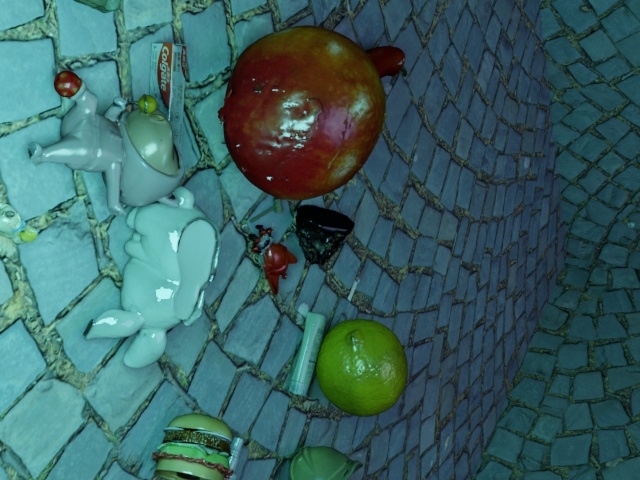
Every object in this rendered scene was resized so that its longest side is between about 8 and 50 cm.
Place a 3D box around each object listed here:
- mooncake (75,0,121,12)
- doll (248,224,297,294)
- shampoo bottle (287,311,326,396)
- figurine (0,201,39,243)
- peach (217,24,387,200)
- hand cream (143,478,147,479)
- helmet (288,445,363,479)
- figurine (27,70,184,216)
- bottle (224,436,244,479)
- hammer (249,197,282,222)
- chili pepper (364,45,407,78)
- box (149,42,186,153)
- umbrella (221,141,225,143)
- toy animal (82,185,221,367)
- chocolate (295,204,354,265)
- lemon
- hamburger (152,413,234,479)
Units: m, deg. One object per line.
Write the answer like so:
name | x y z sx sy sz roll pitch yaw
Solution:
mooncake | -0.370 -0.444 1.375 0.125 0.073 0.129 12 90 -62
doll | -0.111 0.035 1.967 0.109 0.057 0.169 -58 144 -28
shampoo bottle | -0.034 0.291 2.184 0.072 0.049 0.212 38 65 -64
figurine | -0.479 -0.022 1.348 0.047 0.051 0.083 -61 145 -19
peach | -0.044 -0.257 1.719 0.370 0.370 0.370 -25 120 -54
hand cream | -0.374 0.531 1.729 0.093 0.019 0.030 -65 145 -36
helmet | -0.008 0.607 2.244 0.204 0.137 0.257 -43 168 9
figurine | -0.337 -0.157 1.433 0.287 0.186 0.176 29 36 -42
bottle | -0.227 0.552 1.936 0.060 0.060 0.217 48 57 -53
hammer | -0.124 -0.064 1.956 0.110 0.019 0.035 -37 129 -46
chili pepper | 0.126 -0.429 2.213 0.368 0.092 0.137 -36 148 -41
box | -0.287 -0.257 1.590 0.039 0.055 0.218 -12 110 -59
umbrella | -0.173 -0.208 1.833 0.149 0.022 0.022 -9 102 -68
toy animal | -0.299 0.069 1.578 0.208 0.154 0.325 47 63 -46
chocolate | 0.000 0.000 2.073 0.156 0.156 0.133 -18 127 -56
lemon | 0.109 0.335 2.243 0.267 0.267 0.267 -25 120 -54
hamburger | -0.257 0.427 1.757 0.175 0.175 0.136 48 45 -53
